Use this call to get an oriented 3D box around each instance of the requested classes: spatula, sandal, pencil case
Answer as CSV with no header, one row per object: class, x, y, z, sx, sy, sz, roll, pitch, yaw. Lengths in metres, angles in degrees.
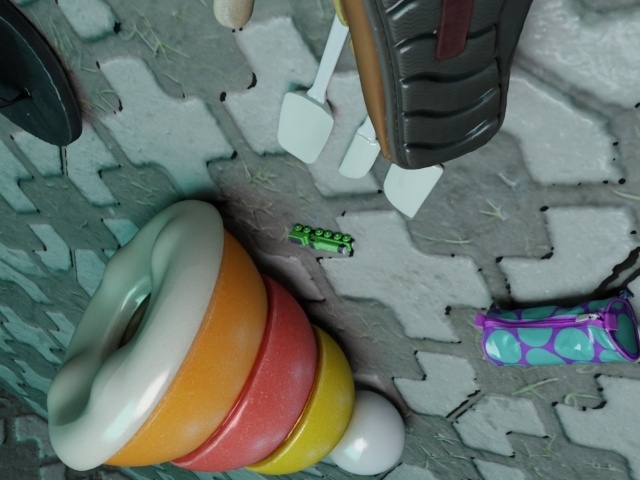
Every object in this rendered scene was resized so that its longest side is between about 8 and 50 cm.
spatula,0.052,-0.126,0.632,0.168,0.019,0.242,32,145,6
sandal,-0.463,-0.273,0.812,0.167,0.107,0.446,-9,126,46
pencil case,0.234,0.091,0.695,0.070,0.064,0.151,37,148,-30

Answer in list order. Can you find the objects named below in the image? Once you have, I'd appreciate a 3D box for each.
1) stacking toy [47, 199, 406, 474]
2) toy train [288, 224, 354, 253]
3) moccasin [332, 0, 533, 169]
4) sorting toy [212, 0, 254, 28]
stacking toy,-0.078,0.197,0.945,0.480,0.351,0.350,32,149,-27
toy train,0.000,0.000,0.819,0.083,0.024,0.017,13,139,30
moccasin,0.064,-0.189,0.389,0.380,0.139,0.147,63,-173,-67
sorting toy,-0.017,-0.292,0.339,0.041,0.229,0.307,4,146,-12
